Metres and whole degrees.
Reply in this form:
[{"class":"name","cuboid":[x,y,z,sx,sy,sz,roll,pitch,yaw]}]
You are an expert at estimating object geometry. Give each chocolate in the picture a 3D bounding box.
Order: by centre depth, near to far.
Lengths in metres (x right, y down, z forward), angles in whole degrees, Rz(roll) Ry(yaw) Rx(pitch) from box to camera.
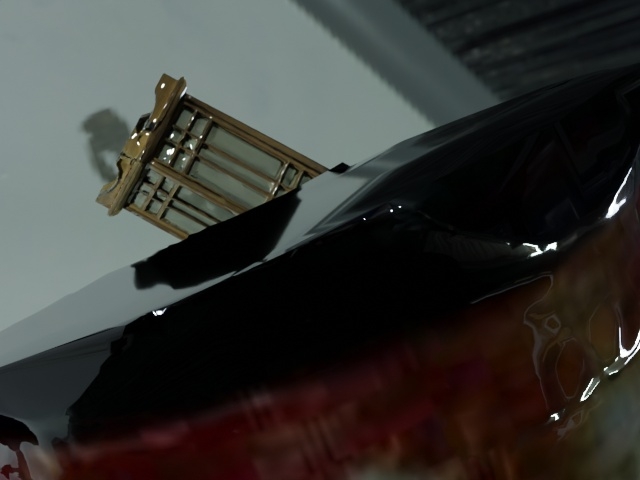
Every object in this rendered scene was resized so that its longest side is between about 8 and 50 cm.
[{"class":"chocolate","cuboid":[0.034,0.136,0.847,0.383,0.383,0.331,-27,95,-47]}]

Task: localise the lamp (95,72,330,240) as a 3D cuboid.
[{"class":"lamp","cuboid":[0.000,0.000,1.306,0.325,0.090,0.089,27,58,-6]}]
